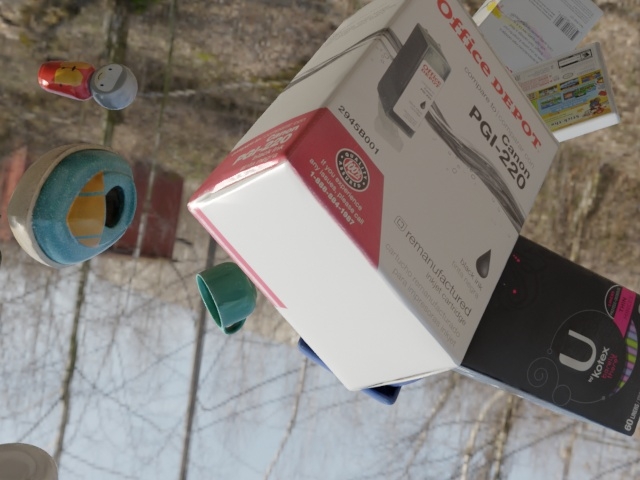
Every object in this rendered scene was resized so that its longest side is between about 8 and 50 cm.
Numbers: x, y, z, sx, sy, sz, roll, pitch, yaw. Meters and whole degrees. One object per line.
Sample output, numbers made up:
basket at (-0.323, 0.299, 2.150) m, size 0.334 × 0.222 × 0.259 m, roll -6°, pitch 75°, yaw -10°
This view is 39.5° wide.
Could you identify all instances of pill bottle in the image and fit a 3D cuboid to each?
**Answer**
pill bottle at (-0.440, 0.433, 1.281) m, size 0.146 × 0.264 × 0.146 m, roll 2°, pitch -152°, yaw -1°

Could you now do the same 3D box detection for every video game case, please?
video game case at (0.374, -0.231, 1.504) m, size 0.227 × 0.206 × 0.026 m, roll -17°, pitch 130°, yaw 22°

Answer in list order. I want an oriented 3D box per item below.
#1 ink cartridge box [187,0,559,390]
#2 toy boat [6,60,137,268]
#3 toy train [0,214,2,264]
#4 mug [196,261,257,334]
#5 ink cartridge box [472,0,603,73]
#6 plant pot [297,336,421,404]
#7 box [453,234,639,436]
ink cartridge box at (0.047, -0.043, 0.552) m, size 0.092 × 0.218 × 0.158 m, roll -22°, pitch 116°, yaw 43°
toy boat at (-0.352, -0.112, 1.342) m, size 0.148 × 0.318 × 0.267 m, roll 11°, pitch -161°, yaw 15°
toy train at (-0.599, -0.009, 1.405) m, size 0.190 × 0.142 × 0.334 m, roll 23°, pitch 142°, yaw -8°
mug at (-0.195, 0.116, 1.915) m, size 0.097 × 0.129 × 0.157 m, roll -25°, pitch 162°, yaw -17°
ink cartridge box at (0.379, -0.392, 1.714) m, size 0.171 × 0.232 × 0.168 m, roll 41°, pitch 178°, yaw -9°
plant pot at (0.103, 0.131, 1.574) m, size 0.236 × 0.212 × 0.236 m, roll 31°, pitch -140°, yaw -2°
box at (0.257, 0.106, 1.069) m, size 0.270 × 0.165 × 0.143 m, roll 23°, pitch 173°, yaw -20°
